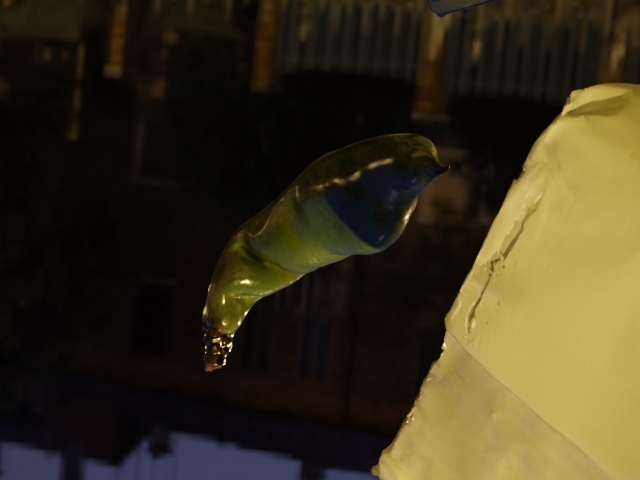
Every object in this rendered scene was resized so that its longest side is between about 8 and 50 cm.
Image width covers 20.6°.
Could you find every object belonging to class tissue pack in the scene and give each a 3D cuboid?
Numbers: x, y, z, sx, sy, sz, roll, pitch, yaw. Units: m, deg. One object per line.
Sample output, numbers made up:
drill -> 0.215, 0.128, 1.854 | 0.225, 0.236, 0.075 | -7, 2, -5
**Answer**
tissue pack -> 0.254, 0.117, 0.657 | 0.380, 0.207, 0.297 | 41, -152, 28

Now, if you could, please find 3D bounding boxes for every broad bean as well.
broad bean -> -0.003, -0.005, 0.868 | 0.046, 0.061, 0.195 | 17, 138, -34

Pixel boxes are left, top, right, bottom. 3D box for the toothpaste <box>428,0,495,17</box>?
toothpaste -> 0.061, -0.264, 1.052 | 0.069, 0.268, 0.047 | -26, -158, -10
